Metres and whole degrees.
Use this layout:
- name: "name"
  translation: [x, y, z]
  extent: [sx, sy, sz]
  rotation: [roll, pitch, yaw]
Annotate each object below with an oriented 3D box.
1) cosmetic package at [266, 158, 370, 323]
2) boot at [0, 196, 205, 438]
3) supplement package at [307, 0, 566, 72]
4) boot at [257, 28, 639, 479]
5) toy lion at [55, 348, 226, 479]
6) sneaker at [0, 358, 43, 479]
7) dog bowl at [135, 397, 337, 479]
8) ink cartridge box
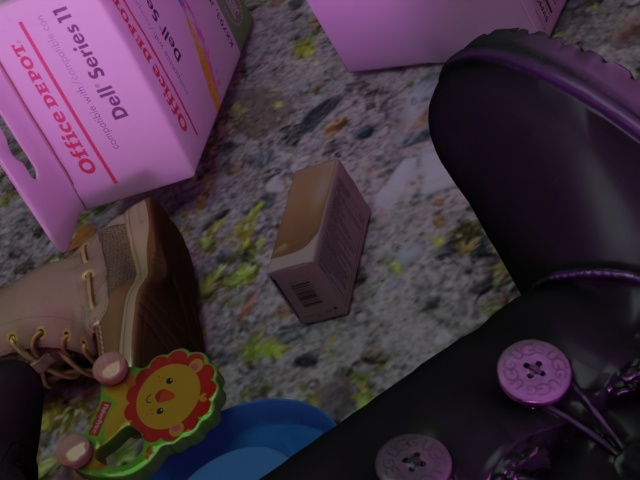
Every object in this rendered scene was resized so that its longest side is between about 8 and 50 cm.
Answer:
- name: "cosmetic package"
  translation: [0.000, 0.000, 1.228]
  extent: [0.041, 0.060, 0.115]
  rotation: [-15, 37, 25]
- name: "boot"
  translation: [-0.196, 0.088, 1.246]
  extent: [0.203, 0.095, 0.262]
  rotation: [-26, 33, 10]
- name: "supplement package"
  translation: [0.109, -0.309, 1.396]
  extent: [0.199, 0.198, 0.262]
  rotation: [-3, 45, 36]
- name: "boot"
  translation: [0.058, 0.093, 0.931]
  extent: [0.445, 0.146, 0.367]
  rotation: [-41, 46, -16]
- name: "toy lion"
  translation: [-0.112, 0.115, 1.070]
  extent: [0.096, 0.034, 0.100]
  rotation: [7, 59, 27]
- name: "sneaker"
  translation: [-0.213, 0.215, 1.096]
  extent: [0.130, 0.109, 0.286]
  rotation: [-2, 62, 19]
- name: "dog bowl"
  translation: [-0.066, 0.232, 0.985]
  extent: [0.166, 0.074, 0.297]
  rotation: [-5, 44, 35]
- name: "ink cartridge box"
  translation: [-0.179, -0.173, 1.426]
  extent: [0.119, 0.207, 0.353]
  rotation: [-16, 31, 21]
